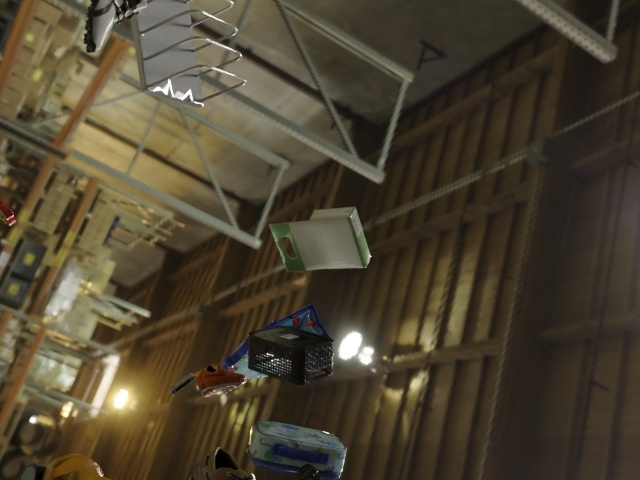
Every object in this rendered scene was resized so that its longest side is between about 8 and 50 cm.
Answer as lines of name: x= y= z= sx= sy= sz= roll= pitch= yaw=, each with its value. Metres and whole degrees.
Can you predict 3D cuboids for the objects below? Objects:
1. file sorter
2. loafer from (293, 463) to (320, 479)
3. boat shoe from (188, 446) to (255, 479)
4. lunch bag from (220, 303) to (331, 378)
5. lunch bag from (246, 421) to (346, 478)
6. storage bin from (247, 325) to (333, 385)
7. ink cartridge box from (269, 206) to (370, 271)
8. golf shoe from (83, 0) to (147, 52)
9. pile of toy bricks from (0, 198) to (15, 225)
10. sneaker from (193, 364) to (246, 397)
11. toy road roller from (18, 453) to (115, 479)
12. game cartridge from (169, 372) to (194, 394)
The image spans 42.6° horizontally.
file sorter: x=-0.298 y=-0.476 z=1.873 sx=0.173 sy=0.193 sz=0.277 roll=-16 pitch=-101 yaw=30
loafer: x=-0.038 y=0.565 z=1.774 sx=0.062 sy=0.061 sz=0.170 roll=15 pitch=-62 yaw=39
boat shoe: x=-0.174 y=0.471 z=1.527 sx=0.104 sy=0.111 sz=0.307 roll=-63 pitch=-153 yaw=-5
lunch bag: x=-0.153 y=0.319 z=2.345 sx=0.221 sy=0.293 sz=0.138 roll=-45 pitch=-112 yaw=44
lunch bag: x=-0.057 y=0.480 z=1.882 sx=0.176 sy=0.219 sz=0.090 roll=166 pitch=-64 yaw=-79
storage bin: x=-0.068 y=0.257 z=1.859 sx=0.180 sy=0.122 sz=0.084 roll=11 pitch=-77 yaw=43
ink cartridge box: x=0.000 y=0.000 z=2.201 sx=0.235 sy=0.171 sz=0.056 roll=-3 pitch=-144 yaw=24
golf shoe: x=-0.352 y=-0.410 z=1.429 sx=0.077 sy=0.094 sz=0.198 roll=154 pitch=-48 yaw=-67
pile of toy bricks: x=-0.715 y=-0.101 z=1.673 sx=0.118 sy=0.212 sz=0.105 roll=-38 pitch=-150 yaw=-26
sneaker: x=-0.216 y=0.302 z=1.814 sx=0.064 sy=0.175 sz=0.067 roll=-30 pitch=-107 yaw=14
toy road roller: x=-0.641 y=0.704 z=2.065 sx=0.241 sy=0.202 sz=0.329 roll=-24 pitch=-131 yaw=37
game cartridge: x=-0.411 y=0.425 z=2.442 sx=0.083 sy=0.017 sz=0.056 roll=-36 pitch=-173 yaw=-14
